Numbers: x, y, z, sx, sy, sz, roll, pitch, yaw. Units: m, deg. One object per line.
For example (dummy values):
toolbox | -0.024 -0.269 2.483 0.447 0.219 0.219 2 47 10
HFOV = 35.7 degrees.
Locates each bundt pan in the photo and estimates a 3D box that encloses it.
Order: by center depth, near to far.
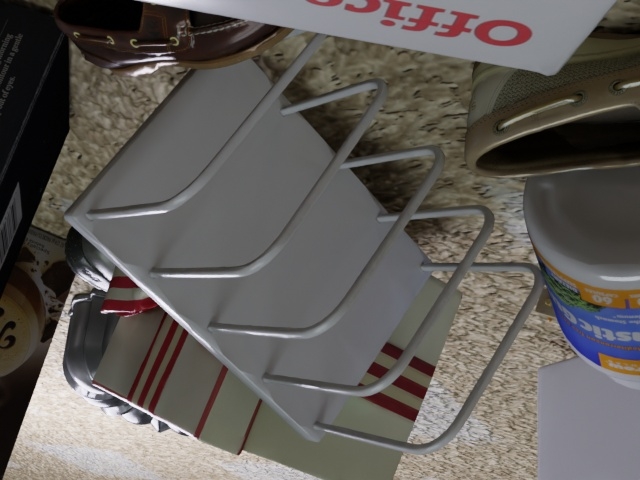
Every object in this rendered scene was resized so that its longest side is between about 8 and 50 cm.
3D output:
bundt pan | -0.218 0.193 1.429 0.331 0.124 0.331 10 154 5

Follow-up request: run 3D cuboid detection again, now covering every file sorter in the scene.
file sorter | 0.000 0.000 0.736 0.277 0.192 0.173 46 155 -23

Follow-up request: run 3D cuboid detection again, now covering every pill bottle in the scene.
pill bottle | 0.263 0.027 0.825 0.152 0.152 0.272 1 151 23

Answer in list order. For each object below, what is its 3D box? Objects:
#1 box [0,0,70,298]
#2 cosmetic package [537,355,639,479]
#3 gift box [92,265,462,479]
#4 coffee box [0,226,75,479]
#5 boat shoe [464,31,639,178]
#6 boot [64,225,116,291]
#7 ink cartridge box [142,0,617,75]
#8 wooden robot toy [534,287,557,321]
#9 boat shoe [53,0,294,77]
box | -0.402 -0.043 0.784 0.313 0.343 0.179 18 153 -6
cosmetic package | 0.453 0.182 1.009 0.230 0.161 0.453 16 155 -26
gift box | -0.053 0.069 0.966 0.258 0.276 0.255 28 164 -35
coffee box | -0.416 0.123 1.177 0.168 0.297 0.119 25 152 -23
boat shoe | 0.244 -0.087 0.664 0.302 0.098 0.109 0 151 26
boot | -0.162 0.043 1.152 0.161 0.083 0.246 -10 148 29
ink cartridge box | 0.023 -0.233 0.327 0.286 0.166 0.395 10 161 -6
wooden robot toy | 0.314 0.085 1.019 0.173 0.076 0.079 -4 160 32
boat shoe | -0.106 -0.163 0.707 0.207 0.073 0.073 -7 150 35
